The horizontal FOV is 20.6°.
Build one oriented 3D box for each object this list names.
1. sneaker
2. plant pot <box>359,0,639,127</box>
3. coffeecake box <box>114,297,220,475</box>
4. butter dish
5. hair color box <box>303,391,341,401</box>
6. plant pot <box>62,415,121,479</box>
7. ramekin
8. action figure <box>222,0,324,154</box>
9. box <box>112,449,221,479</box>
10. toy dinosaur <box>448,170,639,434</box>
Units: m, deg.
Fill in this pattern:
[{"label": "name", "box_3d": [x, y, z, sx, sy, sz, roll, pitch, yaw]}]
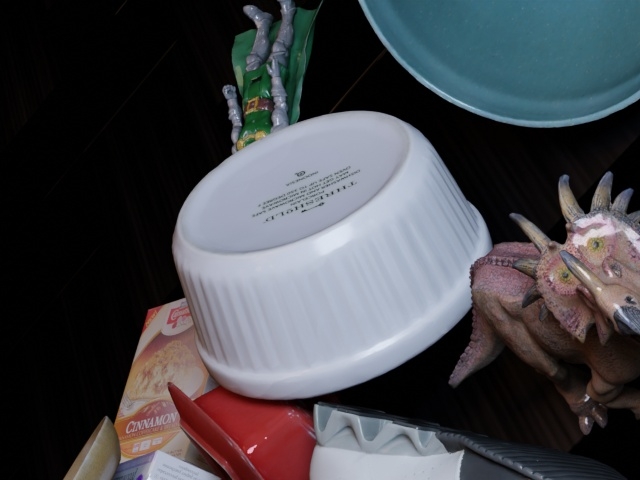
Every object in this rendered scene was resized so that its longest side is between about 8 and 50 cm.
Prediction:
[{"label": "sneaker", "box_3d": [0.106, 0.211, 1.287, 0.330, 0.122, 0.146, 3, 81, 56]}, {"label": "plant pot", "box_3d": [0.191, -0.268, 1.445, 0.293, 0.293, 0.196, -29, 15, 38]}, {"label": "coffeecake box", "box_3d": [-0.124, 0.147, 1.685, 0.142, 0.068, 0.185, -19, 48, 47]}, {"label": "butter dish", "box_3d": [-0.031, 0.171, 1.487, 0.118, 0.160, 0.160, -39, 29, -12]}, {"label": "hair color box", "box_3d": [-0.001, 0.078, 1.598, 0.072, 0.043, 0.141, -11, 53, 50]}, {"label": "plant pot", "box_3d": [-0.231, 0.258, 1.496, 0.236, 0.032, 0.236, -58, 6, 10]}, {"label": "ramekin", "box_3d": [0.000, 0.000, 1.480, 0.273, 0.127, 0.273, -19, 28, 10]}, {"label": "action figure", "box_3d": [-0.059, -0.158, 1.873, 0.137, 0.063, 0.232, -25, 48, 38]}, {"label": "box", "box_3d": [-0.178, 0.245, 1.594, 0.324, 0.067, 0.063, -28, 39, 64]}, {"label": "toy dinosaur", "box_3d": [0.171, 0.040, 1.241, 0.296, 0.200, 0.127, -7, 57, 53]}]
